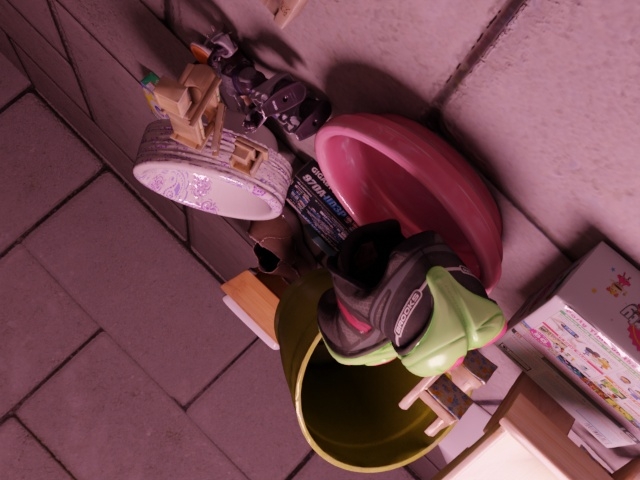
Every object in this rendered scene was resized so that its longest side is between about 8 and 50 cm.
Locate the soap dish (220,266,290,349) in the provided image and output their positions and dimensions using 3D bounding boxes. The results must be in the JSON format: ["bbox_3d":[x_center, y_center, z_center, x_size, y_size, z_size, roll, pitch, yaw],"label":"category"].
[{"bbox_3d":[-0.105,0.163,2.099,0.229,0.118,0.291,42,-161,15],"label":"soap dish"}]

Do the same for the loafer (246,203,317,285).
[{"bbox_3d":[-0.111,0.024,1.920,0.134,0.130,0.366,38,164,28],"label":"loafer"}]

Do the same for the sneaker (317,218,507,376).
[{"bbox_3d":[0.102,0.069,1.128,0.202,0.185,0.483,64,161,-1],"label":"sneaker"}]

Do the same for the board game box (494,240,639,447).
[{"bbox_3d":[0.366,0.147,1.007,0.224,0.097,0.303,42,167,10],"label":"board game box"}]

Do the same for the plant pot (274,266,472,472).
[{"bbox_3d":[0.069,0.214,1.590,0.366,0.366,0.353,53,174,-25],"label":"plant pot"}]

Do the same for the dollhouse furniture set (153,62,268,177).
[{"bbox_3d":[-0.148,-0.197,1.197,0.161,0.101,0.182,26,166,3],"label":"dollhouse furniture set"}]

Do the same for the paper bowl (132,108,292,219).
[{"bbox_3d":[-0.191,-0.150,1.453,0.284,0.148,0.284,15,167,3],"label":"paper bowl"}]

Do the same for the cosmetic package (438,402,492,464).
[{"bbox_3d":[0.413,0.532,1.832,0.224,0.138,0.224,36,162,38],"label":"cosmetic package"}]

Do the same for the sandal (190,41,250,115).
[{"bbox_3d":[-0.183,-0.253,1.481,0.102,0.076,0.265,33,160,41],"label":"sandal"}]

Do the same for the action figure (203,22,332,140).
[{"bbox_3d":[-0.112,-0.249,1.262,0.285,0.099,0.185,34,167,47],"label":"action figure"}]

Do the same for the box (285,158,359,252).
[{"bbox_3d":[0.028,-0.042,1.515,0.220,0.051,0.175,46,166,0],"label":"box"}]

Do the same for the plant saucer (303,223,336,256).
[{"bbox_3d":[0.000,0.000,1.675,0.067,0.018,0.192,45,-179,-11],"label":"plant saucer"}]

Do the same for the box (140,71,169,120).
[{"bbox_3d":[-0.374,-0.321,1.901,0.105,0.043,0.179,43,167,13],"label":"box"}]

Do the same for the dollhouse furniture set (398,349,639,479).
[{"bbox_3d":[0.323,0.301,1.190,0.362,0.394,0.256,44,124,11],"label":"dollhouse furniture set"}]

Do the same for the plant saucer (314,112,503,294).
[{"bbox_3d":[0.135,-0.059,1.114,0.332,0.084,0.332,43,166,13],"label":"plant saucer"}]

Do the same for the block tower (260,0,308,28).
[{"bbox_3d":[-0.114,-0.401,0.864,0.335,0.097,0.091,49,165,-5],"label":"block tower"}]
